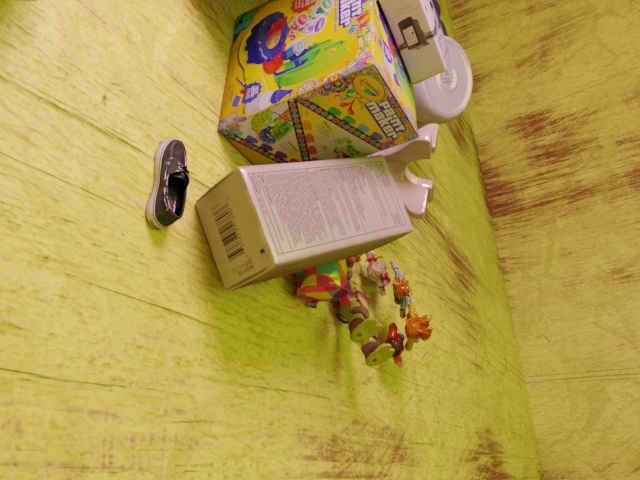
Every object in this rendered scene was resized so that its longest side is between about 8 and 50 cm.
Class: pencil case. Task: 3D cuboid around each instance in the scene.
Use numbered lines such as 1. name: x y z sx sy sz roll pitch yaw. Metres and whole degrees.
1. pencil case: 0.000 0.000 1.009 0.104 0.105 0.236 34 46 -53

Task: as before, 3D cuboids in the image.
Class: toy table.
1. toy table: 0.179 -0.165 1.310 0.252 0.161 0.274 50 48 -68

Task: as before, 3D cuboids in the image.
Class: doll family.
1. doll family: 0.179 0.137 1.220 0.163 0.119 0.262 33 42 -77

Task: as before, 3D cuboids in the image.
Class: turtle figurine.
1. turtle figurine: 0.066 0.118 1.071 0.217 0.087 0.269 -108 -175 -58

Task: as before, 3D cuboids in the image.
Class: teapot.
1. teapot: 0.278 -0.432 1.554 0.256 0.187 0.252 36 71 -35

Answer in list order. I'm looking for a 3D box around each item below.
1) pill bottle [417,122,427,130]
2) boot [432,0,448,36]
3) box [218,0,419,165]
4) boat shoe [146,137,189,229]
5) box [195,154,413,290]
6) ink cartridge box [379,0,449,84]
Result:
1. pill bottle: 0.270 -0.383 1.716 0.146 0.146 0.263 41 41 -49
2. boot: 0.163 -0.694 1.517 0.446 0.146 0.366 -8 94 -40
3. box: 0.001 -0.289 0.972 0.177 0.279 0.289 44 38 -47
4. boat shoe: -0.191 -0.078 0.738 0.049 0.040 0.142 42 40 -48
5. box: -0.012 -0.036 0.857 0.311 0.121 0.147 -11 77 -45
6. ink cartridge box: 0.158 -0.349 0.923 0.150 0.063 0.109 61 28 -25
